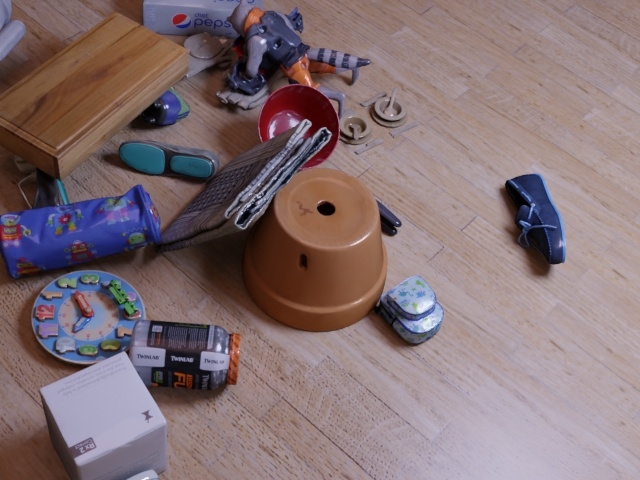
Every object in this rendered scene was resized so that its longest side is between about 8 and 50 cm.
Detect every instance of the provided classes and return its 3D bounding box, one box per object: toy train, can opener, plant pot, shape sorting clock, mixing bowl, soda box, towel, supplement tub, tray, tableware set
[{"bbox_3d":[-0.369,0.107,1.737,0.023,0.017,0.083,-32,69,-28],"label":"toy train"},{"bbox_3d":[0.095,-0.080,1.964,0.186,0.059,0.073,38,56,20],"label":"can opener"},{"bbox_3d":[0.000,0.000,1.798,0.290,0.204,0.291,5,52,-6],"label":"plant pot"},{"bbox_3d":[-0.427,0.138,1.727,0.206,0.040,0.206,4,52,-5],"label":"shape sorting clock"},{"bbox_3d":[-0.059,-0.239,2.019,0.181,0.098,0.182,0,89,-18],"label":"mixing bowl"},{"bbox_3d":[-0.282,-0.556,2.254,0.286,0.091,0.098,3,52,-7],"label":"soda box"},{"bbox_3d":[-0.160,-0.105,1.812,0.056,0.324,0.312,54,54,-18],"label":"towel"},{"bbox_3d":[-0.239,0.204,1.657,0.190,0.117,0.117,5,52,-4],"label":"supplement tub"},{"bbox_3d":[-0.477,-0.310,1.929,0.202,0.076,0.411,29,53,15],"label":"tray"},{"bbox_3d":[0.120,-0.281,2.136,0.194,0.039,0.128,-28,62,-27],"label":"tableware set"}]

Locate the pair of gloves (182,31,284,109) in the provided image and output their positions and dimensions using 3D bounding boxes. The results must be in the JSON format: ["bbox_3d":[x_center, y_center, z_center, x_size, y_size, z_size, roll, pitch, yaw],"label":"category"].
[{"bbox_3d":[-0.219,-0.394,2.167,0.240,0.042,0.204,29,48,5],"label":"pair of gloves"}]

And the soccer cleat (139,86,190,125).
[{"bbox_3d":[-0.406,-0.350,2.093,0.289,0.093,0.121,43,33,26],"label":"soccer cleat"}]

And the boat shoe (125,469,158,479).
[{"bbox_3d":[-0.339,0.458,1.477,0.227,0.079,0.081,-36,72,-23],"label":"boat shoe"}]

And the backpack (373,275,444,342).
[{"bbox_3d":[0.179,0.133,1.797,0.105,0.084,0.114,-29,65,-25],"label":"backpack"}]

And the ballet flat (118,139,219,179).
[{"bbox_3d":[-0.317,-0.173,1.978,0.213,0.072,0.068,11,24,3],"label":"ballet flat"}]

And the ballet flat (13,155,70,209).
[{"bbox_3d":[-0.568,-0.146,1.895,0.096,0.095,0.281,-15,55,-5],"label":"ballet flat"}]

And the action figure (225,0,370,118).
[{"bbox_3d":[-0.054,-0.453,2.136,0.330,0.178,0.341,29,50,-7],"label":"action figure"}]

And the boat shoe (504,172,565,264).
[{"bbox_3d":[0.450,-0.039,1.978,0.088,0.109,0.258,-4,37,-3],"label":"boat shoe"}]

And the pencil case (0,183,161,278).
[{"bbox_3d":[-0.457,-0.021,1.770,0.306,0.119,0.133,-13,50,-7],"label":"pencil case"}]

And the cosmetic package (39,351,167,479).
[{"bbox_3d":[-0.348,0.309,1.515,0.151,0.184,0.151,-24,60,-25],"label":"cosmetic package"}]

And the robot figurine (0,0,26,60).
[{"bbox_3d":[-0.806,-0.477,2.042,0.299,0.200,0.354,20,52,-6],"label":"robot figurine"}]
